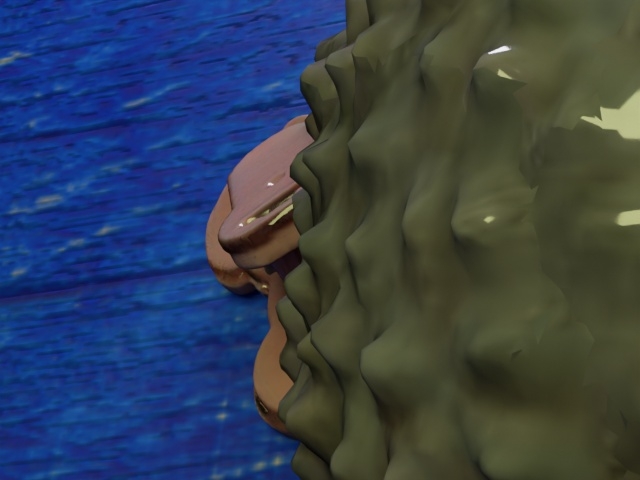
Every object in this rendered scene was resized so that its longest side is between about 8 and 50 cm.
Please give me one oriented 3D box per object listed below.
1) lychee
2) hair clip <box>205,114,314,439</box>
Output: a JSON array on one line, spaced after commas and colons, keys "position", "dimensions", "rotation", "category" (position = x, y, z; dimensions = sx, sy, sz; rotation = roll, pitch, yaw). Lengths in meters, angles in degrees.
[{"position": [0.167, 0.017, 0.542], "dimensions": [0.380, 0.380, 0.432], "rotation": [-50, 29, -11], "category": "lychee"}, {"position": [0.006, 0.009, 0.850], "dimensions": [0.123, 0.102, 0.138], "rotation": [-33, 17, 1], "category": "hair clip"}]
